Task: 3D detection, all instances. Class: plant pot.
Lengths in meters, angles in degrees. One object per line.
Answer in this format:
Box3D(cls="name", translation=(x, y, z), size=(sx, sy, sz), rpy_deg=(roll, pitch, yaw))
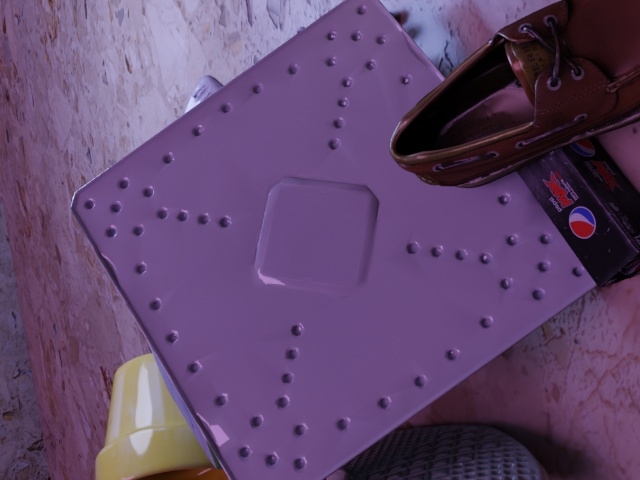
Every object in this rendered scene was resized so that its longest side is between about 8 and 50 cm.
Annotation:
Box3D(cls="plant pot", translation=(-0.278, 0.341, 1.508), size=(0.254, 0.254, 0.239), rpy_deg=(120, 143, -46))

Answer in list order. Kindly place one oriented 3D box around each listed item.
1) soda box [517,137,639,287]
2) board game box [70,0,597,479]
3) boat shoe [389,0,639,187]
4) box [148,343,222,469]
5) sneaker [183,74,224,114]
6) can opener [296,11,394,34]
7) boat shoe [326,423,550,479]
Box3D(cls="soda box", translation=(0.234, -0.044, 0.758), size=(0.168, 0.053, 0.060), rpy_deg=(61, 144, 24))
Box3D(cls="board game box", translation=(0.000, 0.000, 0.843), size=(0.390, 0.390, 0.050), rpy_deg=(55, 180, 19))
Box3D(cls="boat shoe", translation=(0.190, -0.131, 0.682), size=(0.307, 0.104, 0.110), rpy_deg=(-37, 66, 34))
Box3D(cls="box", translation=(-0.059, 0.116, 1.011), size=(0.231, 0.262, 0.126), rpy_deg=(27, 137, 63))
Box3D(cls="sneaker", translation=(-0.062, -0.144, 1.058), size=(0.366, 0.137, 0.210), rpy_deg=(-38, 54, 32))
Box3D(cls="can opener", translation=(0.024, -0.240, 1.019), size=(0.186, 0.073, 0.059), rpy_deg=(-13, 51, 54))
Box3D(cls="boat shoe", translation=(0.099, 0.316, 0.979), size=(0.500, 0.187, 0.155), rpy_deg=(-28, 83, 61))
